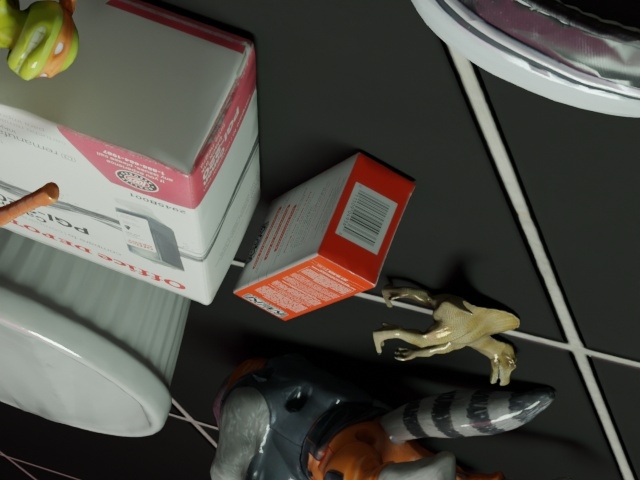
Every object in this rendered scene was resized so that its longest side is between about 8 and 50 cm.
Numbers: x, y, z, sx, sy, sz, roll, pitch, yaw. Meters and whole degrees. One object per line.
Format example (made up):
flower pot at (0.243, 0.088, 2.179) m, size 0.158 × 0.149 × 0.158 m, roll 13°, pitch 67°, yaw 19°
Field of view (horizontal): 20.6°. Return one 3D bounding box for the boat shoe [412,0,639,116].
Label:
boat shoe at (0.172, -0.086, 0.555) m, size 0.301 × 0.108 × 0.102 m, roll 12°, pitch 177°, yaw 9°

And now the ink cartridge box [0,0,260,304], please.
ink cartridge box at (-0.123, -0.058, 1.029) m, size 0.159 × 0.092 × 0.218 m, roll 21°, pitch 162°, yaw 7°

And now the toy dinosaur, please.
toy dinosaur at (0.085, 0.051, 1.177) m, size 0.093 × 0.053 × 0.183 m, roll -1°, pitch 161°, yaw 17°

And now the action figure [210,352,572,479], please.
action figure at (0.055, 0.165, 1.416) m, size 0.330 × 0.178 × 0.341 m, roll 14°, pitch -171°, yaw 39°

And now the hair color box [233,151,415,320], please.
hair color box at (0.000, 0.000, 1.076) m, size 0.043 × 0.072 × 0.141 m, roll 28°, pitch 161°, yaw -16°

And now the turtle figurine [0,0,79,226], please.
turtle figurine at (-0.201, -0.131, 0.850) m, size 0.217 × 0.087 × 0.269 m, roll 19°, pitch 133°, yaw -14°

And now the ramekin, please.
ramekin at (-0.220, 0.036, 1.327) m, size 0.273 × 0.127 × 0.273 m, roll 20°, pitch 160°, yaw 8°
